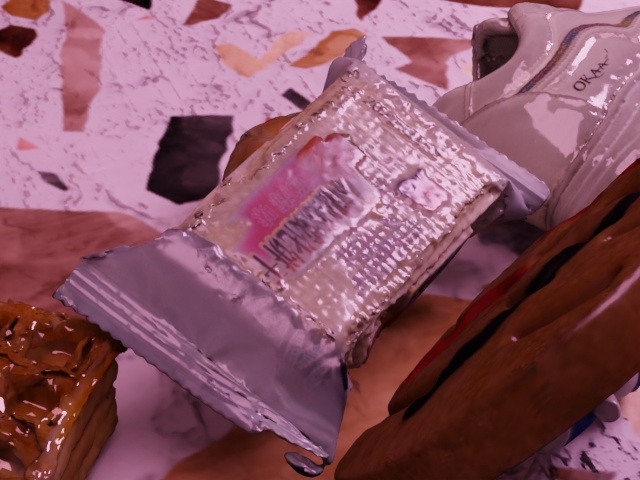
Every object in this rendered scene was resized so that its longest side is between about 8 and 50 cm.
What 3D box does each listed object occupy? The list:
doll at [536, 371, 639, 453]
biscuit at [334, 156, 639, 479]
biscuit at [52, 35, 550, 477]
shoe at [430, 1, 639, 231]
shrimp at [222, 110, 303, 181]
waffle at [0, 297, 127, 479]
[{"bbox_3d":[0.159,0.091,1.130,0.143,0.057,0.099,-23,21,-37],"label":"doll"},{"bbox_3d":[0.144,0.024,1.011,0.063,0.314,0.367,51,55,-3],"label":"biscuit"},{"bbox_3d":[0.004,0.003,1.119,0.186,0.079,0.309,38,45,9],"label":"biscuit"},{"bbox_3d":[0.210,-0.124,1.329,0.210,0.132,0.342,28,48,20],"label":"shoe"},{"bbox_3d":[-0.007,0.006,1.206,0.145,0.061,0.267,17,39,0],"label":"shrimp"},{"bbox_3d":[-0.283,0.103,1.026,0.308,0.091,0.213,14,40,9],"label":"waffle"}]
